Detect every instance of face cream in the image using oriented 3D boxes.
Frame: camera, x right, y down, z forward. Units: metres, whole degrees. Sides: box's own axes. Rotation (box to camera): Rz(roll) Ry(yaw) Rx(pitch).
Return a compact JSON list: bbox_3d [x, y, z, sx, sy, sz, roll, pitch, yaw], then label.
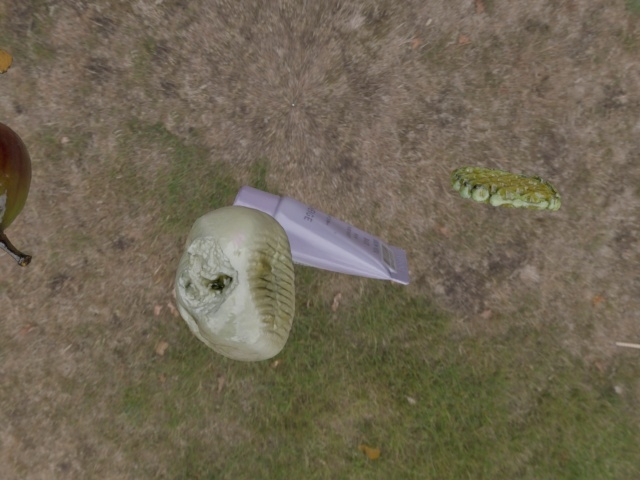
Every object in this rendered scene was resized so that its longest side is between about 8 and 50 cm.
[{"bbox_3d":[0.000,0.000,0.964,0.274,0.154,0.096,17,105,-2],"label":"face cream"}]

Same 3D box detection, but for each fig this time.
[{"bbox_3d":[-0.532,-0.068,1.033,0.145,0.170,0.274,-48,66,40],"label":"fig"}]

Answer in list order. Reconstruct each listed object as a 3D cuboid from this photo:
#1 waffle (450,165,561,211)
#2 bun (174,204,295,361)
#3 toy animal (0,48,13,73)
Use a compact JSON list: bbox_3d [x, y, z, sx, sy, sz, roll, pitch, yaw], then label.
[{"bbox_3d":[0.314,-0.091,1.103,0.184,0.169,0.036,9,112,2],"label":"waffle"},{"bbox_3d":[-0.108,0.051,0.762,0.128,0.193,0.178,-1,77,13],"label":"bun"},{"bbox_3d":[-0.408,-0.190,0.584,0.116,0.255,0.114,5,115,16],"label":"toy animal"}]
